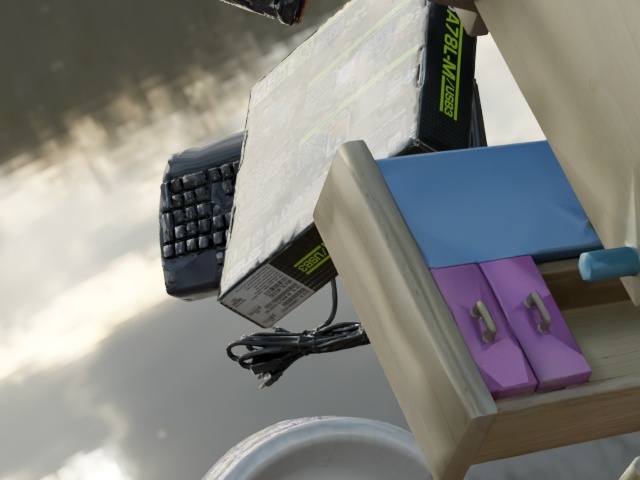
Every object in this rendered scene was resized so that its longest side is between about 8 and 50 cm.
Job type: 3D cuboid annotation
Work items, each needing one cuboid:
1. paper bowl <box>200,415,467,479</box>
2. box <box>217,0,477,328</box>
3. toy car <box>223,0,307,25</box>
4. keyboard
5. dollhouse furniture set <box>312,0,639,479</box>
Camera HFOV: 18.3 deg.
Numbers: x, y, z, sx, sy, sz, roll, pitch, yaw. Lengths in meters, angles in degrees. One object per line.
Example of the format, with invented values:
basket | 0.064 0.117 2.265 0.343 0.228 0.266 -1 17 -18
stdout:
paper bowl | 0.005 0.298 1.781 0.284 0.284 0.148 -30 2 -14
box | 0.017 -0.066 1.176 0.191 0.045 0.184 -39 29 38
toy car | -0.049 -0.095 0.546 0.122 0.060 0.040 15 70 26
keyboard | 0.000 0.000 1.508 0.317 0.201 0.033 -15 -9 38
dollhouse furniture set | 0.161 -0.029 0.691 0.198 0.286 0.303 -9 -36 -24
